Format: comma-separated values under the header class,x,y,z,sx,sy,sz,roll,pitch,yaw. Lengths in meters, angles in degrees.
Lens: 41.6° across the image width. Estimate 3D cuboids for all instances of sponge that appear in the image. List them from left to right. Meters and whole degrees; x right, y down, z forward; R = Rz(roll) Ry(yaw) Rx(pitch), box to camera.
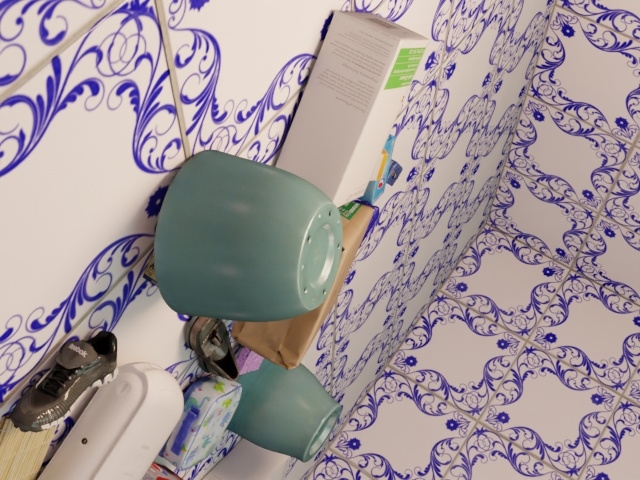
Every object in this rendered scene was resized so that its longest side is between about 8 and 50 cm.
class,x,y,z,sx,sy,sz,roll,pitch,yaw
sponge,-0.139,0.228,2.077,0.210,0.031,0.117,-62,162,7

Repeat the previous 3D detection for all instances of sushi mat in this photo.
class,x,y,z,sx,sy,sz,roll,pitch,yaw
sushi mat,-0.522,0.407,1.408,0.317,0.019,0.151,-65,163,15

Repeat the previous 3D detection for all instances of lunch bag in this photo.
class,x,y,z,sx,sy,sz,roll,pitch,yaw
lunch bag,-0.281,0.420,1.972,0.219,0.090,0.176,-65,163,15
lunch bag,0.186,-0.192,2.317,0.067,0.065,0.098,-61,163,5

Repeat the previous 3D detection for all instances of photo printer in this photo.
class,x,y,z,sx,sy,sz,roll,pitch,yaw
photo printer,-0.379,0.376,1.589,0.308,0.107,0.256,-58,164,-14

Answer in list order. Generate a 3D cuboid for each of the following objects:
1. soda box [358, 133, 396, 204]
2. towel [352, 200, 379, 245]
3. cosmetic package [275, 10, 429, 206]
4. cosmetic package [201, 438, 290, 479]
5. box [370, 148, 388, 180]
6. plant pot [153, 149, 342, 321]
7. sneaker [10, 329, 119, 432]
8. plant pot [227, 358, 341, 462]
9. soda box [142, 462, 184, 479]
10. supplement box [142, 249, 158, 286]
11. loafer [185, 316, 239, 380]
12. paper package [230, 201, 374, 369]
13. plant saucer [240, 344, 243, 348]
class,x,y,z,sx,sy,sz,roll,pitch,yaw
soda box,0.133,-0.189,2.163,0.067,0.071,0.210,-46,158,-35
towel,0.048,0.042,2.168,0.308,0.076,0.227,-58,-171,-2
cosmetic package,0.059,-0.265,1.707,0.197,0.155,0.366,-31,145,-62
cosmetic package,-0.261,0.758,2.461,0.385,0.156,0.217,-38,150,-48
box,0.090,-0.181,2.042,0.136,0.028,0.081,-3,133,-21
plant pot,-0.101,0.005,1.428,0.293,0.235,0.293,10,90,-68
sneaker,-0.401,0.212,1.341,0.234,0.078,0.106,-38,150,-58
plant pot,-0.094,0.451,2.264,0.272,0.255,0.272,-50,160,-27
soda box,-0.386,0.560,1.920,0.092,0.083,0.263,-55,163,-13
supplement box,-0.256,0.039,1.486,0.083,0.056,0.083,-65,162,16
loafer,-0.223,0.231,1.836,0.096,0.084,0.267,-52,161,-22
paper package,-0.033,0.065,1.849,0.310,0.168,0.325,-67,174,22
plant saucer,-0.165,0.217,2.079,0.119,0.021,0.119,-51,160,-27
